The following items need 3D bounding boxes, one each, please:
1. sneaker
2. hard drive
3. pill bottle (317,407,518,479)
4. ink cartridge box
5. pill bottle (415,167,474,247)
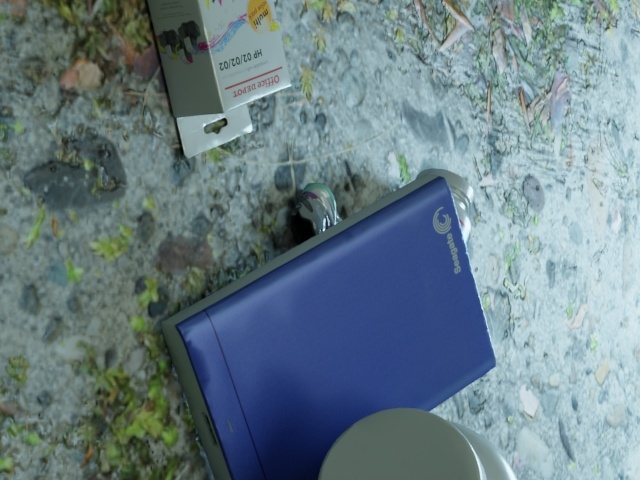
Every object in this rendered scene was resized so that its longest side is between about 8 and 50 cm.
[{"bbox_3d":[0.000,0.000,1.410,0.098,0.038,0.069,54,50,-25],"label":"sneaker"},{"bbox_3d":[0.020,0.098,1.348,0.318,0.040,0.210,-29,113,-31],"label":"hard drive"},{"bbox_3d":[0.106,0.277,1.341,0.334,0.187,0.188,60,42,-60],"label":"pill bottle"},{"bbox_3d":[-0.087,-0.172,1.275,0.104,0.061,0.181,-29,112,-50],"label":"ink cartridge box"},{"bbox_3d":[0.106,0.007,1.506,0.087,0.087,0.160,50,51,-40],"label":"pill bottle"}]
